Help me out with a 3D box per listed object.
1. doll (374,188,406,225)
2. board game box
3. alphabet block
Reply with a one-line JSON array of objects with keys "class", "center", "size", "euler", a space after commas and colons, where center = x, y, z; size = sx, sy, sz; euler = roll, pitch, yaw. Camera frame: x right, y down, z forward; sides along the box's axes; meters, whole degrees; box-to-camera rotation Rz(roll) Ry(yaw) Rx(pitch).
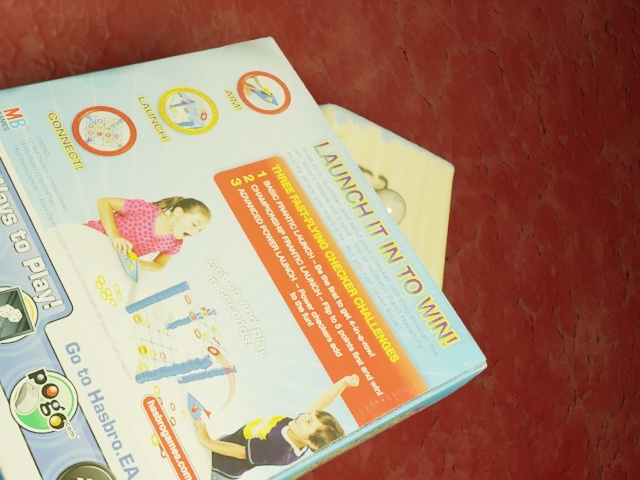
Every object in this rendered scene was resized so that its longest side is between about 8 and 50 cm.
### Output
[{"class": "doll", "center": [0.032, 0.035, 0.672], "size": [0.129, 0.046, 0.189], "euler": [36, 56, -24]}, {"class": "board game box", "center": [-0.096, 0.025, 0.536], "size": [0.302, 0.086, 0.308], "euler": [-20, 69, -32]}, {"class": "alphabet block", "center": [0.000, 0.000, 0.808], "size": [0.192, 0.193, 0.197], "euler": [20, 72, -38]}]
